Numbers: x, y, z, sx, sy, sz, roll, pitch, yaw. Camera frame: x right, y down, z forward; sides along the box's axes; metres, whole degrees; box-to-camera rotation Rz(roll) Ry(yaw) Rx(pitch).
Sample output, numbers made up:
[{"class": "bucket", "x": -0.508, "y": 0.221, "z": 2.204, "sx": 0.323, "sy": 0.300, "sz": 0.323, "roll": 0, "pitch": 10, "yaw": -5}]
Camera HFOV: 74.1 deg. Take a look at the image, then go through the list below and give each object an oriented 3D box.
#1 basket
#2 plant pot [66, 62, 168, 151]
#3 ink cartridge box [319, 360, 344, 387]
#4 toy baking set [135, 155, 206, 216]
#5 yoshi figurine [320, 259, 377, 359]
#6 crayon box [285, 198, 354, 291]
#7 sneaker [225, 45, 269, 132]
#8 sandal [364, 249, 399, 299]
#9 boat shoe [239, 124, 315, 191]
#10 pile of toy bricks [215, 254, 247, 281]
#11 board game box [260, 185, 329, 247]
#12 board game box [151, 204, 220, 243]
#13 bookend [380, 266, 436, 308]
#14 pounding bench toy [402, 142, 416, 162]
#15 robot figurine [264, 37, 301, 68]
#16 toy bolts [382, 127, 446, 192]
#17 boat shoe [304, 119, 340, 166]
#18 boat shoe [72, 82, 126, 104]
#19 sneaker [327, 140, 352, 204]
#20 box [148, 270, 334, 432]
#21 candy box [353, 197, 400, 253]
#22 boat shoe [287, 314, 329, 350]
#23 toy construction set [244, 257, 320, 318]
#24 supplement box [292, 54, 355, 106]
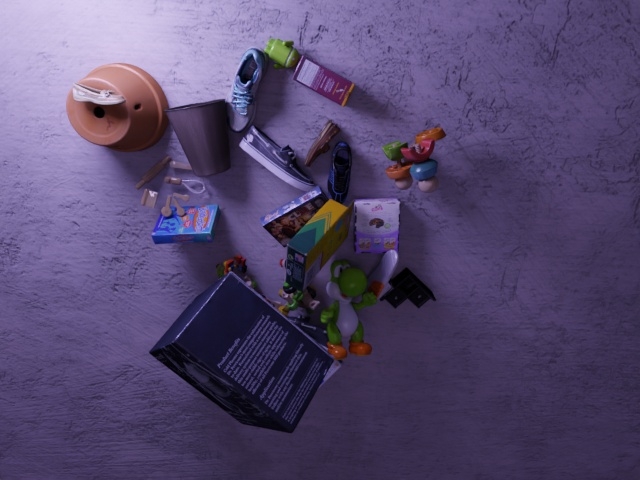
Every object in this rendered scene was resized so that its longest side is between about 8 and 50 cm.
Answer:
[{"class": "basket", "x": -0.390, "y": -0.343, "z": 1.430, "sx": 0.204, "sy": 0.154, "sz": 0.227, "roll": -9, "pitch": 114, "yaw": 4}, {"class": "plant pot", "x": -0.669, "y": -0.423, "z": 1.372, "sx": 0.290, "sy": 0.203, "sz": 0.291, "roll": 0, "pitch": 110, "yaw": 1}, {"class": "ink cartridge box", "x": -0.041, "y": 0.507, "z": 1.779, "sx": 0.208, "sy": 0.045, "sz": 0.206, "roll": 45, "pitch": 106, "yaw": 13}, {"class": "toy baking set", "x": -0.526, "y": -0.201, "z": 1.522, "sx": 0.196, "sy": 0.030, "sz": 0.256, "roll": 41, "pitch": 84, "yaw": -9}, {"class": "yoshi figurine", "x": 0.105, "y": 0.250, "z": 1.572, "sx": 0.202, "sy": 0.203, "sz": 0.363, "roll": -7, "pitch": 85, "yaw": 21}, {"class": "crayon box", "x": 0.000, "y": 0.000, "z": 1.465, "sx": 0.081, "sy": 0.318, "sz": 0.202, "roll": 28, "pitch": 140, "yaw": 17}, {"class": "sneaker", "x": -0.255, "y": -0.490, "z": 1.382, "sx": 0.109, "sy": 0.122, "sz": 0.283, "roll": 17, "pitch": 110, "yaw": -5}, {"class": "sandal", "x": 0.249, "y": 0.145, "z": 1.606, "sx": 0.076, "sy": 0.102, "sz": 0.265, "roll": 5, "pitch": 134, "yaw": -26}, {"class": "boat shoe", "x": -0.131, "y": -0.284, "z": 1.472, "sx": 0.301, "sy": 0.108, "sz": 0.102, "roll": 36, "pitch": 107, "yaw": -6}, {"class": "pile of toy bricks", "x": -0.366, "y": 0.132, "z": 1.643, "sx": 0.105, "sy": 0.118, "sz": 0.213, "roll": 30, "pitch": 128, "yaw": 19}, {"class": "board game box", "x": -0.072, "y": -0.081, "z": 1.533, "sx": 0.243, "sy": 0.042, "sz": 0.165, "roll": -28, "pitch": 141, "yaw": 11}, {"class": "board game box", "x": -0.479, "y": -0.060, "z": 1.527, "sx": 0.210, "sy": 0.160, "sz": 0.047, "roll": -3, "pitch": 132, "yaw": 1}, {"class": "bookend", "x": 0.338, "y": 0.217, "z": 1.666, "sx": 0.157, "sy": 0.072, "sz": 0.156, "roll": -43, "pitch": 105, "yaw": 16}, {"class": "pounding bench toy", "x": 0.320, "y": -0.292, "z": 1.484, "sx": 0.065, "sy": 0.052, "sz": 0.083, "roll": -19, "pitch": 109, "yaw": 8}, {"class": "robot figurine", "x": -0.120, "y": -0.602, "z": 1.366, "sx": 0.115, "sy": 0.067, "sz": 0.101, "roll": 27, "pitch": 136, "yaw": -9}, {"class": "toy bolts", "x": 0.329, "y": -0.247, "z": 1.357, "sx": 0.218, "sy": 0.228, "sz": 0.159, "roll": -21, "pitch": 109, "yaw": 0}, {"class": "boat shoe", "x": 0.005, "y": -0.327, "z": 1.470, "sx": 0.060, "sy": 0.064, "sz": 0.178, "roll": 32, "pitch": 105, "yaw": -10}, {"class": "boat shoe", "x": -0.645, "y": -0.426, "z": 1.234, "sx": 0.152, "sy": 0.056, "sz": 0.048, "roll": 9, "pitch": 115, "yaw": 6}, {"class": "sneaker", "x": 0.066, "y": -0.228, "z": 1.492, "sx": 0.081, "sy": 0.090, "sz": 0.233, "roll": 2, "pitch": 110, "yaw": 0}, {"class": "box", "x": -0.295, "y": 0.408, "z": 1.508, "sx": 0.471, "sy": 0.297, "sz": 0.479, "roll": 43, "pitch": 147, "yaw": -10}, {"class": "candy box", "x": 0.206, "y": -0.055, "z": 1.566, "sx": 0.164, "sy": 0.070, "sz": 0.197, "roll": -1, "pitch": 111, "yaw": 1}, {"class": "boat shoe", "x": -0.060, "y": 0.351, "z": 1.711, "sx": 0.302, "sy": 0.114, "sz": 0.091, "roll": 28, "pitch": 83, "yaw": 0}, {"class": "toy construction set", "x": -0.151, "y": 0.231, "z": 1.622, "sx": 0.308, "sy": 0.258, "sz": 0.237, "roll": -15, "pitch": 124, "yaw": 28}, {"class": "supplement box", "x": 0.011, "y": -0.516, "z": 1.376, "sx": 0.188, "sy": 0.104, "sz": 0.081, "roll": 26, "pitch": 109, "yaw": -8}]
